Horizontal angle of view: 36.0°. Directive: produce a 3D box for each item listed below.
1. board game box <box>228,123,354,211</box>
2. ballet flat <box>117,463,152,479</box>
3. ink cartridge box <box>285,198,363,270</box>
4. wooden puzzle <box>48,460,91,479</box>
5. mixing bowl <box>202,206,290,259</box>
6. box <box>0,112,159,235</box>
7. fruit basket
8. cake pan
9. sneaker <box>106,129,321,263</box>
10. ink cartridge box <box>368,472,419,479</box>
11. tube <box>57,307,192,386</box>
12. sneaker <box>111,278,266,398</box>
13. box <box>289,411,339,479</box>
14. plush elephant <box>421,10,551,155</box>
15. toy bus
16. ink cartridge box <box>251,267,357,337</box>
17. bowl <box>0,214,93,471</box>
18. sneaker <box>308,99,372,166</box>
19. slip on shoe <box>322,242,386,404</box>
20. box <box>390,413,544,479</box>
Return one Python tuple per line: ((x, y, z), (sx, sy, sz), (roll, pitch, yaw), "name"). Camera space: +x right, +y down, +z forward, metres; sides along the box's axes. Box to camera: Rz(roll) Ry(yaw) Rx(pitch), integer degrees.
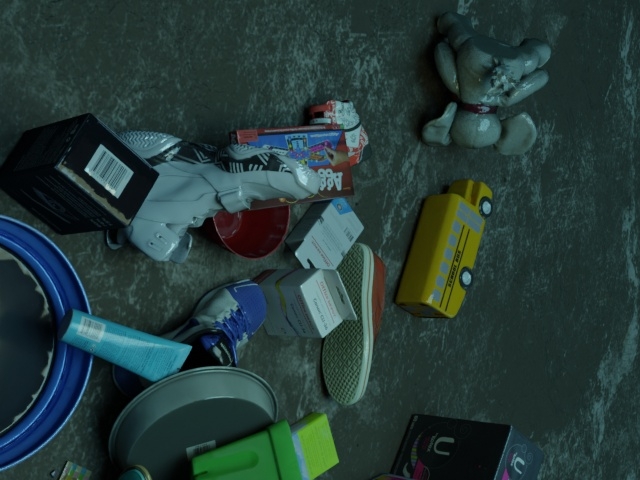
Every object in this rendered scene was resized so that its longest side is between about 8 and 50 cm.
((-0.048, -0.139, 1.826), (0.281, 0.027, 0.145), (-11, 93, -46), "board game box")
((-0.307, 0.452, 1.606), (0.073, 0.080, 0.232), (-10, 128, -54), "ballet flat")
((0.000, 0.000, 1.972), (0.180, 0.060, 0.104), (-53, 122, -32), "ink cartridge box")
((-0.404, 0.391, 1.603), (0.083, 0.006, 0.049), (39, 62, -35), "wooden puzzle")
((-0.155, -0.053, 1.802), (0.181, 0.098, 0.181), (5, 83, -43), "mixing bowl")
((-0.379, -0.097, 1.518), (0.153, 0.207, 0.108), (44, 59, -34), "box")
((-0.030, 0.510, 1.637), (0.392, 0.392, 0.283), (36, 23, -36), "fruit basket")
((-0.203, 0.334, 1.641), (0.293, 0.054, 0.293), (-13, 130, -15), "cake pan")
((-0.187, -0.058, 1.642), (0.137, 0.366, 0.210), (19, 81, -80), "sneaker")
((0.059, 0.655, 1.934), (0.396, 0.151, 0.269), (-11, 95, -42), "ink cartridge box")
((-0.307, 0.167, 1.543), (0.207, 0.052, 0.080), (27, 93, -27), "tube")
((-0.185, 0.183, 1.703), (0.315, 0.182, 0.127), (-31, 110, -40), "sneaker")
((-0.048, 0.421, 1.914), (0.178, 0.042, 0.109), (-24, 103, -42), "box")
((0.366, -0.323, 2.231), (0.272, 0.255, 0.330), (15, 33, -4), "plush elephant")
((0.279, 0.011, 2.206), (0.130, 0.108, 0.332), (33, 67, -36), "toy bus")
((-0.036, 0.116, 1.836), (0.067, 0.198, 0.115), (-38, 113, -38), "ink cartridge box")
((-0.525, 0.152, 1.454), (0.391, 0.077, 0.391), (3, 85, -44), "bowl")
((-0.008, -0.192, 1.958), (0.270, 0.090, 0.145), (-33, 109, -43), "sneaker")
((0.080, 0.172, 2.006), (0.101, 0.123, 0.331), (22, 68, -45), "slip on shoe")
((0.309, 0.481, 2.092), (0.143, 0.270, 0.165), (41, 61, -35), "box")
